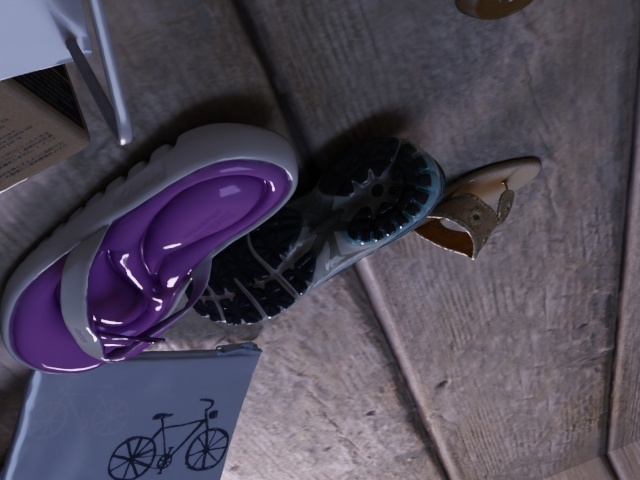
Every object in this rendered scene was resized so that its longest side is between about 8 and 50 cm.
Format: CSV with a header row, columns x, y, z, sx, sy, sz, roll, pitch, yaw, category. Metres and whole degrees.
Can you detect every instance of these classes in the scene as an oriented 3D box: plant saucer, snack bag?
x,y,z,sx,sy,sz,roll,pitch,yaw,category
0.150,-0.202,1.122,0.083,0.015,0.083,-19,157,-8,plant saucer
-0.239,0.265,1.581,0.323,0.037,0.343,2,113,-42,snack bag

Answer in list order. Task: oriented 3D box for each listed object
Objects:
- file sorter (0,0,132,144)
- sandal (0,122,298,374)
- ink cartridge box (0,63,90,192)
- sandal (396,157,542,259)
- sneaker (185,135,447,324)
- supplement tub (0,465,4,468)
x,y,z,sx,sy,sz,roll,pitch,yaw,category
-0.251,-0.116,0.667,0.277,0.173,0.193,-17,123,-12,file sorter
-0.167,0.040,1.236,0.169,0.102,0.416,9,144,-32,sandal
-0.301,-0.076,0.906,0.234,0.088,0.193,-26,155,11,ink cartridge box
0.133,-0.011,1.443,0.240,0.079,0.088,-16,156,-14,sandal
0.000,0.000,1.322,0.283,0.110,0.122,-25,170,21,sneaker
-0.356,0.339,1.694,0.199,0.144,0.144,-21,157,-2,supplement tub
